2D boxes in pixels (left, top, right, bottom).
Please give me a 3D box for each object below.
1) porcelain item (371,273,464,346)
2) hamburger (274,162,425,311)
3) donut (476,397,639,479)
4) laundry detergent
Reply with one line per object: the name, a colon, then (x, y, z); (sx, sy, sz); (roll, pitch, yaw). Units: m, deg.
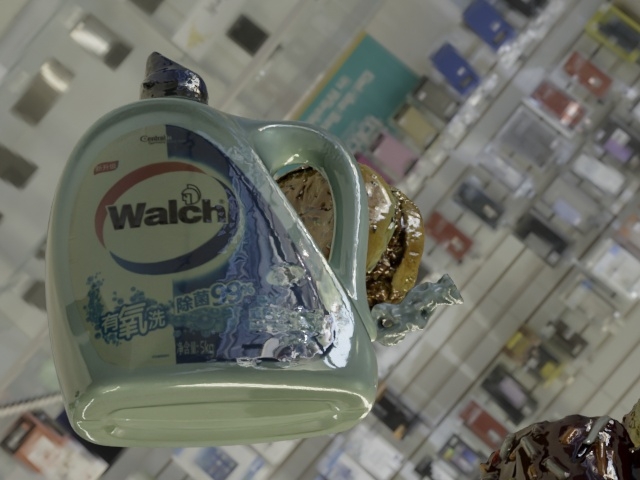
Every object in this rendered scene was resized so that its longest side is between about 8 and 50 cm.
porcelain item: (0.073, 0.057, 0.949); (0.083, 0.036, 0.028); (-27, 179, -1)
hamburger: (0.000, 0.000, 1.070); (0.113, 0.186, 0.177); (25, 135, -37)
donut: (0.216, 0.170, 0.702); (0.230, 0.216, 0.096); (0, 133, -29)
laundry detergent: (-0.072, -0.009, 0.783); (0.105, 0.214, 0.281); (101, -15, -56)
